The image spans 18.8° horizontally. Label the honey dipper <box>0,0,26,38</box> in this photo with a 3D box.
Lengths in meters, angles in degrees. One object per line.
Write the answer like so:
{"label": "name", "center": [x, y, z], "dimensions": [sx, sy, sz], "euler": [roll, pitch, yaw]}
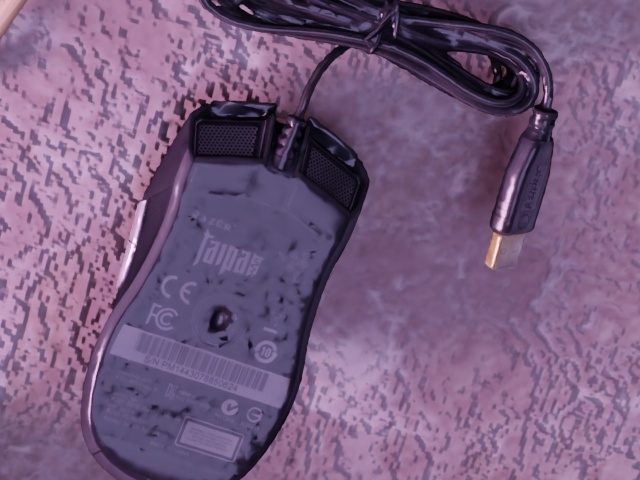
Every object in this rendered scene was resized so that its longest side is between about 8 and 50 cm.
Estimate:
{"label": "honey dipper", "center": [-0.113, -0.122, 0.814], "dimensions": [0.030, 0.030, 0.161], "euler": [28, 110, -24]}

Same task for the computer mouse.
{"label": "computer mouse", "center": [0.000, 0.000, 0.890], "dimensions": [0.184, 0.060, 0.262], "euler": [14, 103, -14]}
